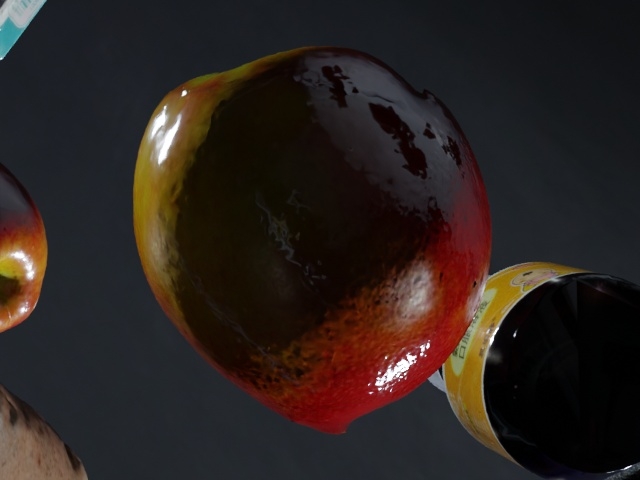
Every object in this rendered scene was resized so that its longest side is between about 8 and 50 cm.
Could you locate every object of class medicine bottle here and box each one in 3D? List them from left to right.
[{"bbox_3d":[0.243,0.146,1.603,0.242,0.242,0.395,50,167,-11],"label":"medicine bottle"}]

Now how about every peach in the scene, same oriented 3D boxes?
[{"bbox_3d":[-0.385,-0.004,1.315,0.243,0.199,0.243,33,169,7],"label":"peach"},{"bbox_3d":[0.000,0.000,0.691,0.197,0.197,0.197,40,160,18],"label":"peach"}]

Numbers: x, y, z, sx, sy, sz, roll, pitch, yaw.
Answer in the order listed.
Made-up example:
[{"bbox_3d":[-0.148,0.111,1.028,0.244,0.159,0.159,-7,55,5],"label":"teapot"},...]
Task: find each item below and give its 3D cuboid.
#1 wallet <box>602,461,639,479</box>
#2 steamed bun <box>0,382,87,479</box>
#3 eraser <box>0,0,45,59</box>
[{"bbox_3d":[0.308,0.325,1.213,0.262,0.221,0.071,59,-177,-16],"label":"wallet"},{"bbox_3d":[-0.191,0.122,0.567,0.145,0.175,0.106,71,176,-56],"label":"steamed bun"},{"bbox_3d":[-0.325,-0.297,1.449,0.096,0.225,0.052,16,155,35],"label":"eraser"}]
